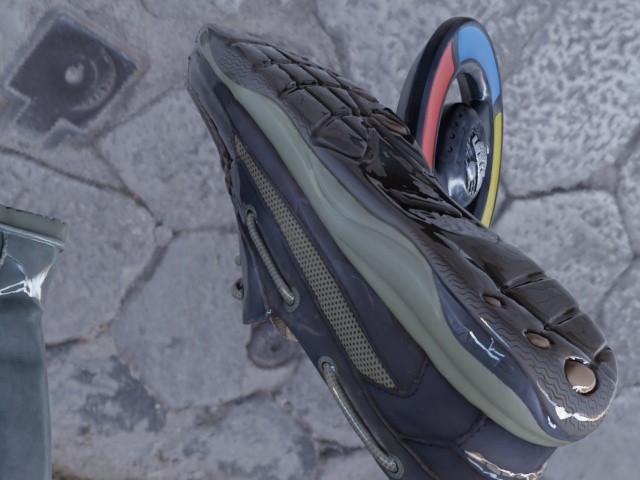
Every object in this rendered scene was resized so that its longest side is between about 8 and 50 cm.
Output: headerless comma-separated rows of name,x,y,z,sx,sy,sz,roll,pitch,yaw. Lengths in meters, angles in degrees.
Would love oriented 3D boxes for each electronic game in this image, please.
electronic game,0.114,-0.069,0.772,0.229,0.048,0.229,-27,121,-60

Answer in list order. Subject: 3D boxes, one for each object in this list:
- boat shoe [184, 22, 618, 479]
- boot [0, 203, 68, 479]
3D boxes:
boat shoe,0.000,0.000,0.512,0.132,0.355,0.130,15,118,-42
boot,-0.252,0.074,0.595,0.189,0.076,0.208,14,77,-31
